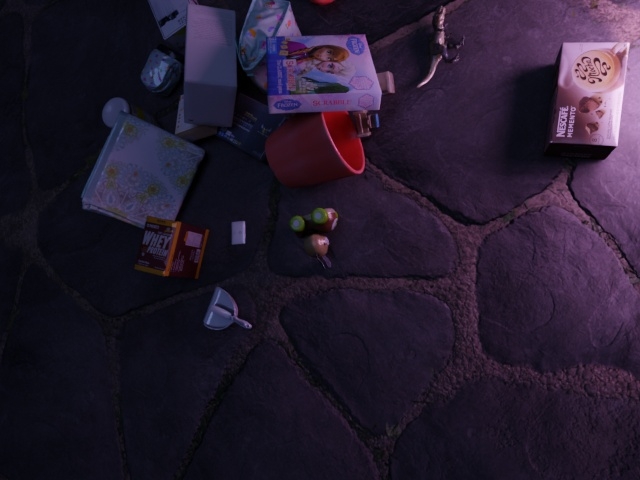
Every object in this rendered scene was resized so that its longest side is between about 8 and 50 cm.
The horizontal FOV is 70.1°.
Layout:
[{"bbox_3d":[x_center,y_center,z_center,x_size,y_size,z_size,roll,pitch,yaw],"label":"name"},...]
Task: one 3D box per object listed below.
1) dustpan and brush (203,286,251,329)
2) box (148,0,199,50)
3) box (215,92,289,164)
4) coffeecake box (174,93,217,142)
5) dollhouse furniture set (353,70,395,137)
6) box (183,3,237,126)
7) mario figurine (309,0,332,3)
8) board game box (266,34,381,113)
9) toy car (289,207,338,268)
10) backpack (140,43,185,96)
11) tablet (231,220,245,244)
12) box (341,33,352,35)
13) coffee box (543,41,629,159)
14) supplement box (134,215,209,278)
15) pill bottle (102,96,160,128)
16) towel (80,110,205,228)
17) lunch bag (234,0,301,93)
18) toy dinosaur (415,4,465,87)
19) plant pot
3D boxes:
[{"bbox_3d":[-0.317,0.260,1.584,0.211,0.060,0.147,20,89,20],"label":"dustpan and brush"},{"bbox_3d":[-0.579,-0.932,1.824,0.169,0.087,0.289,-27,75,13],"label":"box"},{"bbox_3d":[-0.244,-0.407,1.653,0.233,0.059,0.183,32,92,20],"label":"box"},{"bbox_3d":[-0.457,-0.471,1.700,0.143,0.068,0.185,-12,63,22],"label":"coffeecake box"},{"bbox_3d":[0.180,-0.445,1.499,0.130,0.129,0.183,-6,105,17],"label":"dollhouse furniture set"},{"bbox_3d":[-0.383,-0.601,1.580,0.169,0.215,0.344,2,66,-15],"label":"box"},{"bbox_3d":[0.010,-0.979,1.585,0.198,0.170,0.319,-12,67,52],"label":"mario figurine"},{"bbox_3d":[-0.001,-0.506,1.366,0.319,0.065,0.318,-4,52,-5],"label":"board game box"},{"bbox_3d":[0.000,0.000,1.474,0.149,0.155,0.188,-18,87,16],"label":"toy car"},{"bbox_3d":[-0.617,-0.663,1.785,0.152,0.115,0.181,32,96,17],"label":"backpack"},{"bbox_3d":[-0.297,-0.028,1.646,0.054,0.006,0.083,-5,82,18],"label":"tablet"},{"bbox_3d":[0.042,-0.630,1.570,0.162,0.029,0.116,-60,31,3],"label":"box"},{"bbox_3d":[0.744,-0.391,1.288,0.168,0.119,0.296,9,85,18],"label":"coffee box"},{"bbox_3d":[-0.521,0.029,1.614,0.129,0.194,0.191,11,86,20],"label":"supplement box"},{"bbox_3d":[-0.708,-0.448,1.731,0.118,0.215,0.117,-3,82,18],"label":"pill bottle"},{"bbox_3d":[-0.642,-0.230,1.653,0.374,0.321,0.090,-64,27,4],"label":"towel"},{"bbox_3d":[-0.186,-0.664,1.581,0.160,0.223,0.262,21,90,10],"label":"lunch bag"},{"bbox_3d":[0.395,-0.615,1.471,0.118,0.064,0.267,13,89,26],"label":"toy dinosaur"},{"bbox_3d":[-0.026,-0.300,1.471,0.244,0.275,0.274,-19,77,26],"label":"plant pot"}]
